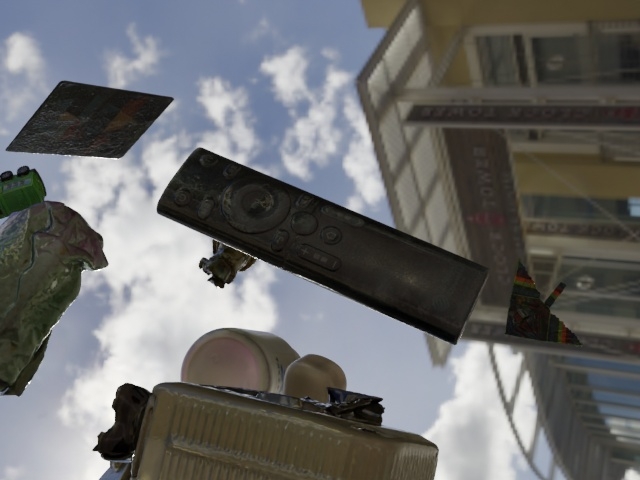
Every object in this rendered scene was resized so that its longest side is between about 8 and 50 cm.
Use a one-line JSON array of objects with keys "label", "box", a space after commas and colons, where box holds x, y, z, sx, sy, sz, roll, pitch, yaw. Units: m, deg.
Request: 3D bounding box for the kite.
[{"label": "kite", "box": [0.249, 0.082, 1.088, 0.090, 0.122, 0.004, -41, -6, 0]}]

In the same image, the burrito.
[{"label": "burrito", "box": [-0.341, 0.053, 1.058, 0.229, 0.144, 0.089, -61, 7, -29]}]

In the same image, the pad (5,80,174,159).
[{"label": "pad", "box": [-0.309, -0.159, 1.290, 0.211, 0.143, 0.003, -4, -123, -56]}]

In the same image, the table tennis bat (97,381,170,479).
[{"label": "table tennis bat", "box": [-0.277, 0.328, 1.271, 0.050, 0.198, 0.321, 38, -118, -11]}]

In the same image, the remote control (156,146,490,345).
[{"label": "remote control", "box": [0.000, 0.000, 1.082, 0.107, 0.377, 0.044, -58, -15, -35]}]

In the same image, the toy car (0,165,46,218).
[{"label": "toy car", "box": [-0.587, -0.076, 1.731, 0.062, 0.165, 0.071, -114, 9, -49]}]

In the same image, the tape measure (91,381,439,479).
[{"label": "tape measure", "box": [-0.030, 0.197, 0.885, 0.231, 0.271, 0.133, 30, -112, -64]}]

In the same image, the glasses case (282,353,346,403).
[{"label": "glasses case", "box": [-0.014, 0.249, 1.292, 0.050, 0.083, 0.196, -25, -53, -51]}]

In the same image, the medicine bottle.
[{"label": "medicine bottle", "box": [-0.128, 0.245, 1.719, 0.293, 0.170, 0.170, 28, -111, -75]}]

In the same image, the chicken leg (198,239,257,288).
[{"label": "chicken leg", "box": [-0.127, 0.002, 1.433, 0.088, 0.103, 0.227, 43, -163, -5]}]
